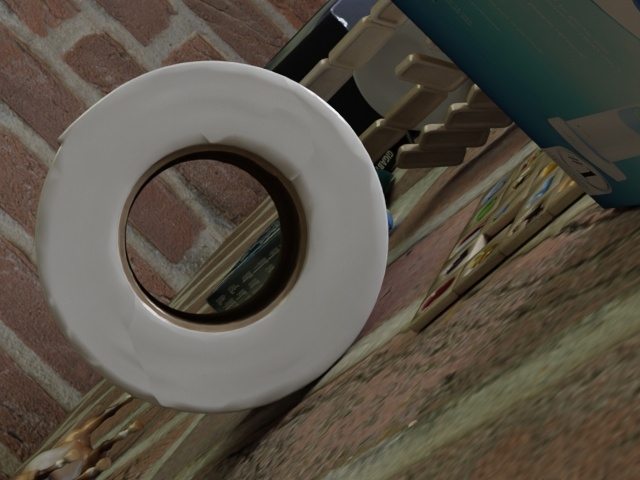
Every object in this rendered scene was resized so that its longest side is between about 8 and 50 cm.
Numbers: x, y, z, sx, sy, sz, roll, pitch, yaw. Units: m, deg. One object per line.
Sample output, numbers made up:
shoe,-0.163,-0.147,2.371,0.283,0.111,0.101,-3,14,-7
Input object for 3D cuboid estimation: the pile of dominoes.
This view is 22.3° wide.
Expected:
pile of dominoes,0.088,-0.139,1.284,0.251,0.196,0.040,-41,48,46

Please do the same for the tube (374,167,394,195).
tube,0.037,-0.056,1.675,0.207,0.080,0.052,-78,0,-77

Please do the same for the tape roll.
tape roll,-0.082,-0.003,1.186,0.246,0.246,0.169,-46,4,-4

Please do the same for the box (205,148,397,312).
box,-0.021,-0.013,1.859,0.220,0.051,0.175,-42,7,39

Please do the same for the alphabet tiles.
alphabet tiles,0.159,-0.056,0.984,0.237,0.009,0.198,-42,6,32

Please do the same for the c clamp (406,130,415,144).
c clamp,0.132,-0.194,1.794,0.160,0.137,0.022,-32,13,-21

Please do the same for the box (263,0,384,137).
box,0.061,-0.230,2.079,0.294,0.183,0.296,-38,9,46

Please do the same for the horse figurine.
horse figurine,-0.283,0.257,1.793,0.174,0.066,0.263,-37,6,26

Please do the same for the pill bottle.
pill bottle,0.146,-0.227,1.686,0.136,0.136,0.246,-41,4,46

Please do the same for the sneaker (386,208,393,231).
sneaker,0.000,0.000,1.491,0.078,0.067,0.188,-41,6,-22

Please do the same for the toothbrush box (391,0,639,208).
toothbrush box,0.126,-0.132,0.661,0.126,0.216,0.295,-46,4,-5
